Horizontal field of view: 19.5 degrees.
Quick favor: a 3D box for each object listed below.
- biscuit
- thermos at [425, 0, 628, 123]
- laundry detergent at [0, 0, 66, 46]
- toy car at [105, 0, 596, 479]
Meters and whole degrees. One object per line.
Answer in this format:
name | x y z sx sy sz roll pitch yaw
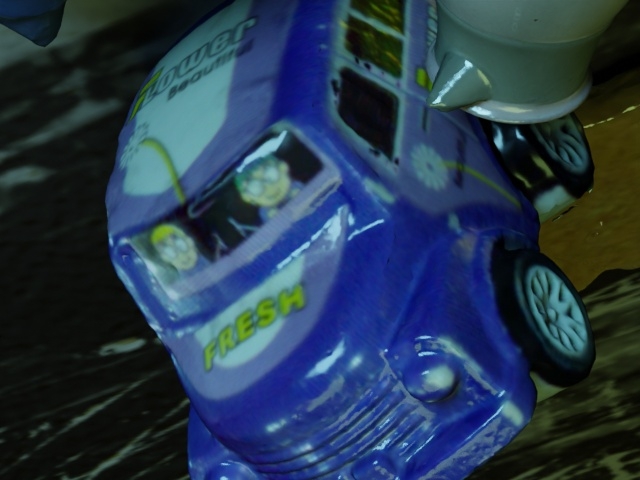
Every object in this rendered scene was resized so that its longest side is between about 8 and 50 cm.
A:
biscuit | 0.104 -0.015 0.894 0.236 0.040 0.144 -17 137 14
thermos | 0.092 -0.135 0.669 0.137 0.105 0.193 -36 147 -35
laundry detergent | -0.114 -0.171 0.596 0.215 0.105 0.280 2 144 -12
toy car | 0.000 0.000 0.746 0.172 0.235 0.158 -32 124 29
